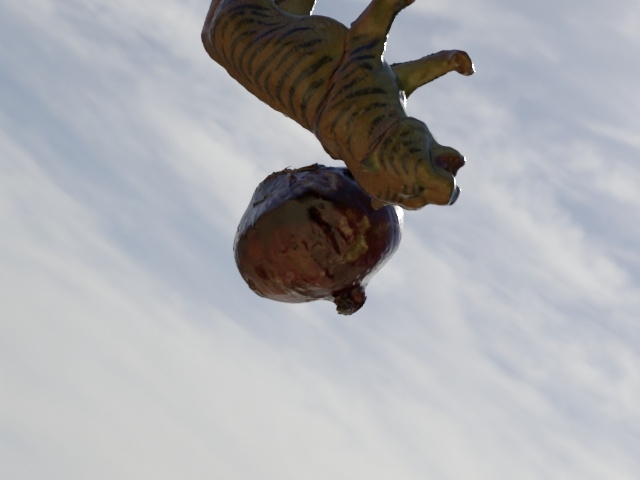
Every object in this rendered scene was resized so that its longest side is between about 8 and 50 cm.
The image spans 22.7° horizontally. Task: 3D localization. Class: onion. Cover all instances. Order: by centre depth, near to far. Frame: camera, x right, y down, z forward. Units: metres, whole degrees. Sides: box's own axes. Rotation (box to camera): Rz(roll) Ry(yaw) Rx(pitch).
[{"bbox_3d":[0.000,0.000,0.958,0.097,0.107,0.107,72,-19,1],"label":"onion"}]

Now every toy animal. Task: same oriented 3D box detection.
[{"bbox_3d":[0.000,-0.105,0.859,0.241,0.099,0.057,38,-12,29],"label":"toy animal"}]
